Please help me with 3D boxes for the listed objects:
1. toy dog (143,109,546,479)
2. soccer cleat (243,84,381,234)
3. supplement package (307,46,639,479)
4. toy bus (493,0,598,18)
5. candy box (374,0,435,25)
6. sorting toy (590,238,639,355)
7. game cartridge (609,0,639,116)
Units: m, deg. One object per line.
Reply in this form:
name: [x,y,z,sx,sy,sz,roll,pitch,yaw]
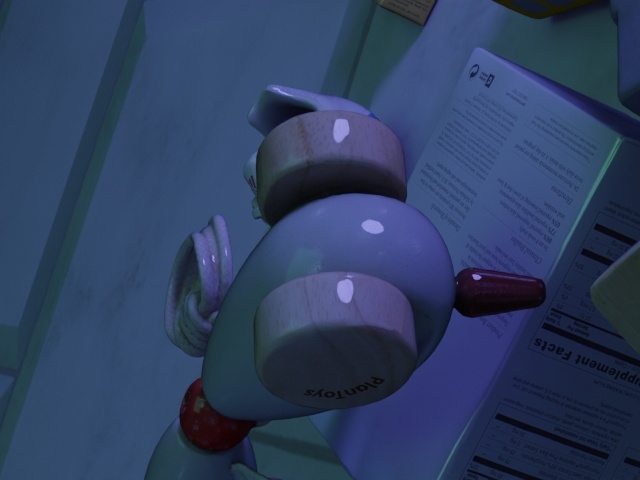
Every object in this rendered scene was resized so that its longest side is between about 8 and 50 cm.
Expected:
toy dog: [0.012,0.072,1.085,0.334,0.161,0.220,136,144,-67]
soccer cleat: [0.000,0.000,1.580,0.116,0.143,0.331,-51,31,33]
supplement package: [0.153,0.057,1.172,0.262,0.198,0.199,-64,27,10]
toy bus: [0.216,-0.250,1.359,0.333,0.130,0.108,-9,62,61]
candy box: [0.095,-0.298,1.726,0.186,0.053,0.109,-63,25,9]
sorting toy: [0.307,0.028,0.877,0.255,0.257,0.089,-44,-2,30]
game cartridge: [0.236,-0.249,0.966,0.230,0.068,0.355,-41,36,51]
